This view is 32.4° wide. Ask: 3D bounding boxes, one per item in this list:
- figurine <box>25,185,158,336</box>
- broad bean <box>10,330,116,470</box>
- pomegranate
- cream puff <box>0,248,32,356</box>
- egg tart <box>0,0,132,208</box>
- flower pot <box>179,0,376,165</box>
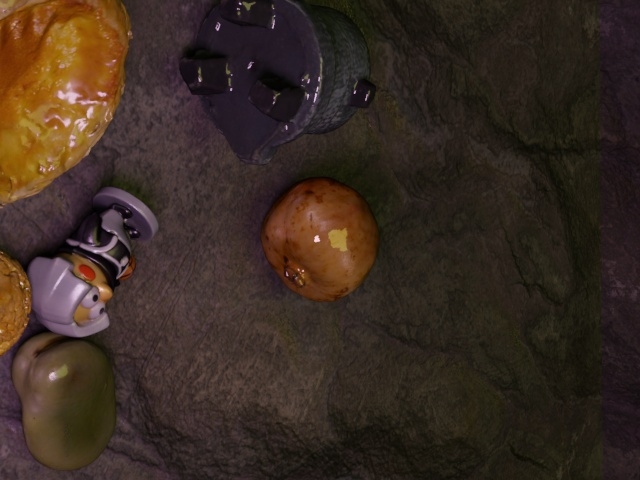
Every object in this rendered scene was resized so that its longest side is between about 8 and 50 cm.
[{"bbox_3d":[-0.367,0.046,1.760,0.236,0.133,0.176,-59,153,-31],"label":"figurine"},{"bbox_3d":[-0.411,0.256,1.784,0.189,0.121,0.263,-43,143,-41],"label":"broad bean"},{"bbox_3d":[0.000,0.000,2.118,0.248,0.248,0.248,-15,110,-48],"label":"pomegranate"},{"bbox_3d":[-0.503,0.094,1.607,0.189,0.129,0.189,-12,106,-51],"label":"cream puff"},{"bbox_3d":[-0.437,-0.225,1.530,0.388,0.169,0.388,-42,155,-26],"label":"egg tart"},{"bbox_3d":[-0.078,-0.280,1.912,0.283,0.299,0.299,-7,104,-57],"label":"flower pot"}]
